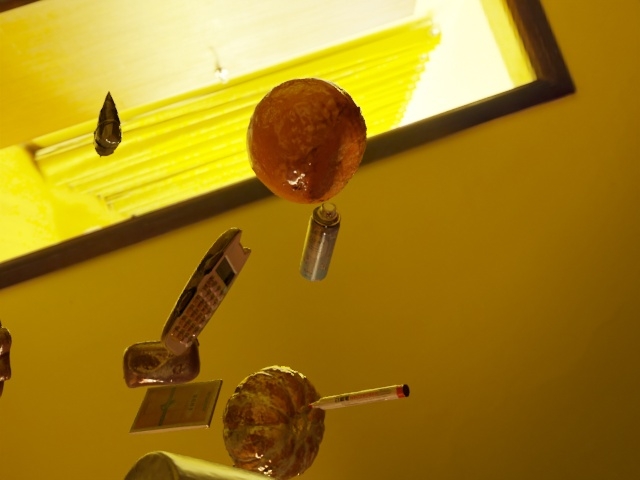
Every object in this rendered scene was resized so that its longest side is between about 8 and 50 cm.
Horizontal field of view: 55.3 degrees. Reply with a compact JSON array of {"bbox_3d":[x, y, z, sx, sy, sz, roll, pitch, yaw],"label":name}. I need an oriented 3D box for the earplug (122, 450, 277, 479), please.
[{"bbox_3d":[-0.205,0.619,1.232,0.394,0.312,0.312,27,25,-34],"label":"earplug"}]

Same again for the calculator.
[{"bbox_3d":[-0.196,0.091,1.026,0.033,0.236,0.157,27,-17,10],"label":"calculator"}]

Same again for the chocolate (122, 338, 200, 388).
[{"bbox_3d":[-0.525,0.412,2.010,0.083,0.261,0.161,-151,-126,-79],"label":"chocolate"}]

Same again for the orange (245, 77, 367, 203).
[{"bbox_3d":[-0.045,-0.270,1.627,0.293,0.340,0.340,33,-22,25],"label":"orange"}]

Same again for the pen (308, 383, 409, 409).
[{"bbox_3d":[0.068,0.303,1.173,0.026,0.218,0.026,36,46,-48],"label":"pen"}]

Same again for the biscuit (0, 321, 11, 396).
[{"bbox_3d":[-0.782,0.281,1.452,0.180,0.039,0.236,41,-63,29],"label":"biscuit"}]

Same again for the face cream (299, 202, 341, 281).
[{"bbox_3d":[0.000,0.000,1.463,0.229,0.075,0.075,103,-26,-45],"label":"face cream"}]

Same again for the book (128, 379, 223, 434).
[{"bbox_3d":[-0.408,0.472,1.736,0.170,0.242,0.018,-81,158,-55],"label":"book"}]

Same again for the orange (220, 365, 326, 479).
[{"bbox_3d":[-0.136,0.529,1.777,0.329,0.249,0.329,15,70,-49],"label":"orange"}]

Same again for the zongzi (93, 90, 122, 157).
[{"bbox_3d":[-0.470,-0.252,1.344,0.109,0.055,0.119,-25,-111,56],"label":"zongzi"}]
